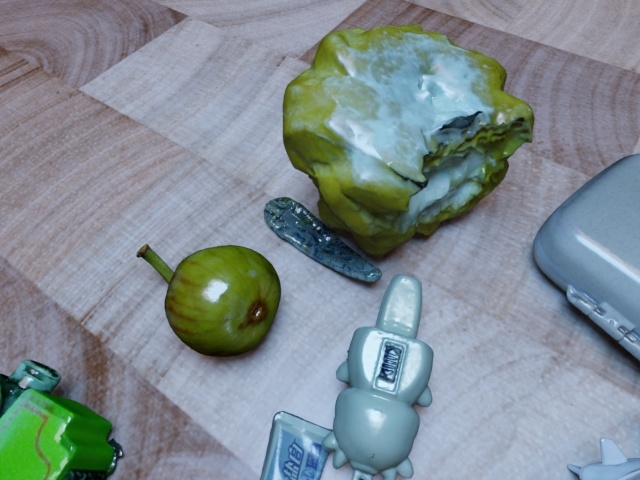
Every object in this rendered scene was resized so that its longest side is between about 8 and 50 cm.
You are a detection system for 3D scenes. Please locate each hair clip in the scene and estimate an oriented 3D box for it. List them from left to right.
[{"bbox_3d":[0.000,0.001,0.639,0.229,0.036,0.066,35,60,29],"label":"hair clip"}]

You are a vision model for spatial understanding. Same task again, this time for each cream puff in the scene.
[{"bbox_3d":[0.087,-0.137,0.582,0.323,0.270,0.274,-23,77,-24],"label":"cream puff"}]

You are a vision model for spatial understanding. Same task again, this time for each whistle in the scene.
[{"bbox_3d":[0.075,0.157,0.497,0.101,0.106,0.253,26,64,-17],"label":"whistle"}]

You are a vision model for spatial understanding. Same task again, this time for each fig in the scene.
[{"bbox_3d":[-0.147,0.077,0.550,0.186,0.148,0.142,-12,64,41],"label":"fig"}]

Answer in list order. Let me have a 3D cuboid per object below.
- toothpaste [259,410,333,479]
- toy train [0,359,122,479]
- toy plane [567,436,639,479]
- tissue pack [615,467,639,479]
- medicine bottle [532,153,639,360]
[{"bbox_3d":[-0.053,0.321,0.431,0.069,0.047,0.268,5,53,20],"label":"toothpaste"},{"bbox_3d":[-0.346,0.256,0.436,0.188,0.132,0.243,23,63,11],"label":"toy train"},{"bbox_3d":[0.359,0.261,0.431,0.174,0.080,0.174,-1,74,5],"label":"toy plane"},{"bbox_3d":[0.300,0.358,0.278,0.242,0.160,0.338,-45,58,23],"label":"tissue pack"},{"bbox_3d":[0.488,0.055,0.533,0.282,0.123,0.375,-32,60,-19],"label":"medicine bottle"}]
